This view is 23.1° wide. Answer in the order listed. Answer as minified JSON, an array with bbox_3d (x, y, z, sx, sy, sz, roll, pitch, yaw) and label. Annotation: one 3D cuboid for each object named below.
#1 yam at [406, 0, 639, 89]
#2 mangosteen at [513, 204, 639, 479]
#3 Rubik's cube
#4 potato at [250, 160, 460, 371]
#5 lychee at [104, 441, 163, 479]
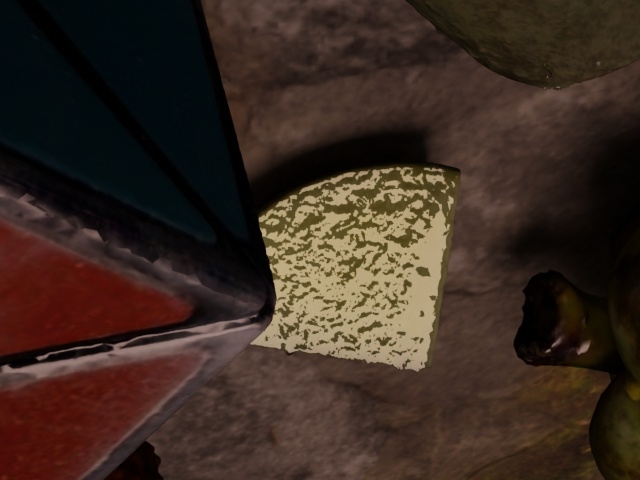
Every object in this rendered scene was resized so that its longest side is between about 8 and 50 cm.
[{"bbox_3d":[0.061,-0.177,0.627,0.161,0.161,0.268,-36,139,18],"label":"yam"},{"bbox_3d":[0.313,0.077,0.916,0.330,0.330,0.330,-12,139,-10],"label":"mangosteen"},{"bbox_3d":[-0.201,-0.032,0.592,0.259,0.260,0.255,28,119,-39],"label":"Rubik's cube"},{"bbox_3d":[0.000,0.000,0.887,0.149,0.081,0.120,8,104,-8],"label":"potato"},{"bbox_3d":[-0.195,0.169,0.863,0.236,0.236,0.271,-14,158,-8],"label":"lychee"}]
